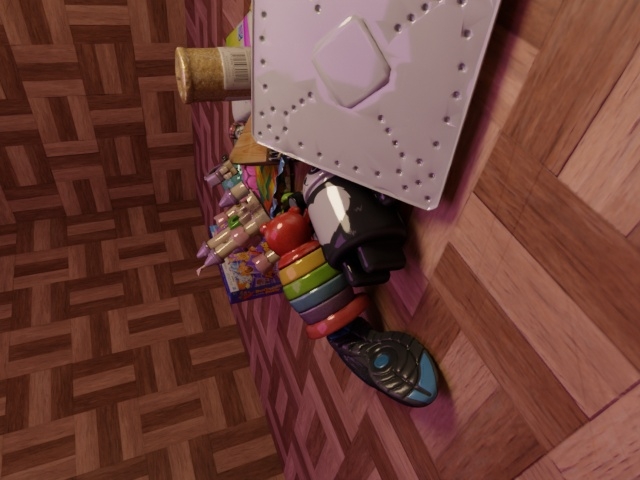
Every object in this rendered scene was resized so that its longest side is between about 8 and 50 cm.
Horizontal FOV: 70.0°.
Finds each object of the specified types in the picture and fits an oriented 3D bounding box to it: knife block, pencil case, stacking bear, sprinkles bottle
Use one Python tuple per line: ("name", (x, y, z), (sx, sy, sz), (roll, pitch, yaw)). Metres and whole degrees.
("knife block", (-0.154, -0.263, 1.385), (0.276, 0.088, 0.242), (-51, 54, 35))
("pencil case", (-0.259, -0.215, 1.787), (0.095, 0.098, 0.210), (-146, 48, -62))
("stacking bear", (-0.028, 0.066, 1.063), (0.289, 0.175, 0.164), (60, -173, 0))
("sprinkles bottle", (-0.146, -0.387, 1.056), (0.121, 0.355, 0.121), (170, 90, -69))

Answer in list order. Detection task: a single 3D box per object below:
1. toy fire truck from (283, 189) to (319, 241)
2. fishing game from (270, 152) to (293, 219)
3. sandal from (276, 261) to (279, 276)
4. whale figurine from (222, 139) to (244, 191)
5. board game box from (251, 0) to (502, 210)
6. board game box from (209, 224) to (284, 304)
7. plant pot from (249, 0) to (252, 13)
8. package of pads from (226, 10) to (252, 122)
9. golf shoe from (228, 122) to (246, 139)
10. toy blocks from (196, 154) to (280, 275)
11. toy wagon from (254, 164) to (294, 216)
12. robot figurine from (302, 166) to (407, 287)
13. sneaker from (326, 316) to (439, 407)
("toy fire truck", (0.000, 0.000, 1.196), (0.246, 0.158, 0.217), (56, 157, 12))
("fishing game", (-0.100, -0.141, 1.223), (0.189, 0.041, 0.264), (-80, -1, -52))
("sandal", (-0.062, 0.022, 1.437), (0.265, 0.076, 0.102), (-58, 32, 32))
("whale figurine", (-0.342, -0.296, 1.901), (0.216, 0.141, 0.272), (-132, 38, -54))
("board game box", (0.058, -0.283, 0.725), (0.389, 0.050, 0.390), (25, 131, 22))
("board game box", (-0.280, 0.069, 1.788), (0.078, 0.233, 0.347), (102, 150, -45))
("plant pot", (0.017, -0.430, 0.857), (0.187, 0.212, 0.212), (67, 158, 1))
("package of pads", (-0.216, -0.543, 1.465), (0.229, 0.101, 0.297), (-1, 95, 60))
("golf shoe", (-0.243, -0.358, 1.569), (0.186, 0.085, 0.068), (-39, -32, -73))
("toy blocks", (-0.288, -0.042, 1.403), (0.309, 0.260, 0.288), (54, -179, -26))
("toy wagon", (-0.172, -0.203, 1.612), (0.344, 0.068, 0.267), (123, 133, -60))
("robot figurine", (0.066, -0.047, 0.924), (0.173, 0.209, 0.278), (36, -149, -62))
("sneaker", (0.148, 0.271, 0.999), (0.140, 0.125, 0.340), (58, 165, -24))
